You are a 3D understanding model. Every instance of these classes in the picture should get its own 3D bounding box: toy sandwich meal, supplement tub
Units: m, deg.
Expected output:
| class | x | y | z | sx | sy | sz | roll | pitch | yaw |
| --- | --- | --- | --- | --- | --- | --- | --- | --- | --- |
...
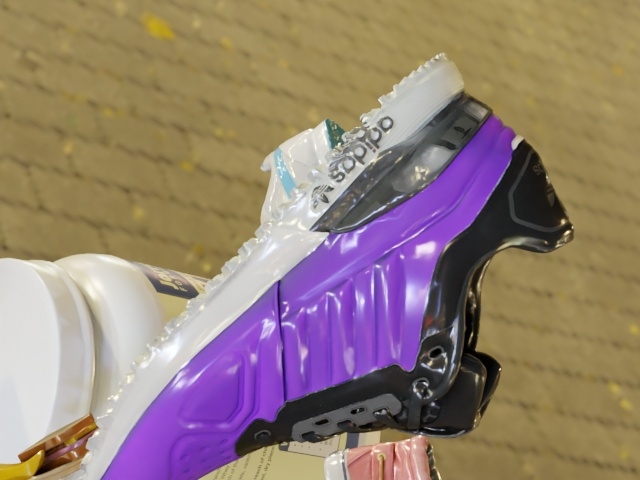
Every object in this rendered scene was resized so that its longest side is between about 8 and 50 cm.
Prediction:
| class | x | y | z | sx | sy | sz | roll | pitch | yaw |
| --- | --- | --- | --- | --- | --- | --- | --- | --- | --- |
| toy sandwich meal | -0.181 | 0.140 | 1.214 | 0.085 | 0.085 | 0.029 | -27 | 98 | -62 |
| supplement tub | -0.137 | 0.141 | 1.540 | 0.324 | 0.235 | 0.235 | 15 | 31 | -40 |

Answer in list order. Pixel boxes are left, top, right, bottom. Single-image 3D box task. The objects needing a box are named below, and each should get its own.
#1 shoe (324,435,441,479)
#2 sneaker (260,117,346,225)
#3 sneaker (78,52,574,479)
| class | x | y | z | sx | sy | sz | roll | pitch | yaw |
| --- | --- | --- | --- | --- | --- | --- | --- | --- | --- |
| shoe | 0.061 | 0.232 | 1.357 | 0.063 | 0.081 | 0.178 | 32 | 44 | -72 |
| sneaker | 0.000 | 0.000 | 1.744 | 0.087 | 0.092 | 0.229 | 38 | 35 | -45 |
| sneaker | 0.009 | 0.060 | 0.930 | 0.146 | 0.293 | 0.102 | 43 | 11 | 3 |
